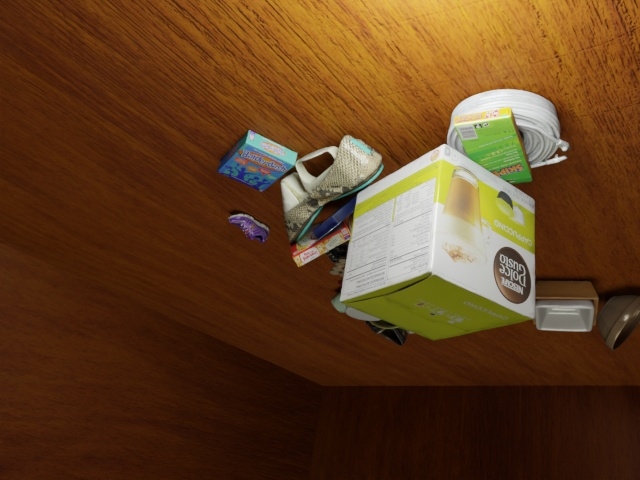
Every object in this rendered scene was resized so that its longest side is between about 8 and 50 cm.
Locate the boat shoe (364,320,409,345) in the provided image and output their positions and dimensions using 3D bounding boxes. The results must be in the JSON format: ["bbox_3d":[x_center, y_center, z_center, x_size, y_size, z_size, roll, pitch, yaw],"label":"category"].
[{"bbox_3d":[0.245,0.336,2.330,0.285,0.092,0.103,33,140,-22],"label":"boat shoe"}]

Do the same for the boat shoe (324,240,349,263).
[{"bbox_3d":[0.034,0.039,2.121,0.183,0.083,0.065,6,154,9],"label":"boat shoe"}]

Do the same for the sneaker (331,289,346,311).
[{"bbox_3d":[0.170,0.296,2.586,0.256,0.094,0.151,33,142,-21],"label":"sneaker"}]

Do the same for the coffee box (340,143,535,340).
[{"bbox_3d":[0.297,0.029,1.443,0.337,0.334,0.338,24,151,-26],"label":"coffee box"}]

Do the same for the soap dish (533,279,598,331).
[{"bbox_3d":[0.929,0.250,2.192,0.229,0.118,0.291,-2,152,22],"label":"soap dish"}]

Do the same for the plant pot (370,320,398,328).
[{"bbox_3d":[0.338,0.240,2.222,0.276,0.276,0.254,-10,152,35],"label":"plant pot"}]

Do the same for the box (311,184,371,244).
[{"bbox_3d":[0.061,-0.078,1.742,0.036,0.225,0.136,50,146,-2],"label":"box"}]

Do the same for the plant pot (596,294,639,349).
[{"bbox_3d":[1.117,0.284,2.146,0.110,0.237,0.237,40,173,35],"label":"plant pot"}]

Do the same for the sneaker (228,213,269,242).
[{"bbox_3d":[-0.258,-0.043,2.075,0.170,0.071,0.068,27,149,-30],"label":"sneaker"}]

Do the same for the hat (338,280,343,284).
[{"bbox_3d":[0.170,0.145,2.367,0.208,0.183,0.173,-34,142,2],"label":"hat"}]

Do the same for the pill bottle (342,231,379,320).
[{"bbox_3d":[0.167,0.098,1.924,0.176,0.318,0.176,8,155,4],"label":"pill bottle"}]

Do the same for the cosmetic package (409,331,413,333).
[{"bbox_3d":[0.420,0.294,2.426,0.183,0.151,0.151,-14,145,39],"label":"cosmetic package"}]

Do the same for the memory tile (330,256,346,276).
[{"bbox_3d":[0.103,0.104,2.117,0.113,0.012,0.148,15,152,-11],"label":"memory tile"}]

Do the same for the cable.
[{"bbox_3d":[0.434,-0.257,1.369,0.257,0.089,0.257,-14,145,41],"label":"cable"}]

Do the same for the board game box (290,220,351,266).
[{"bbox_3d":[0.000,0.000,1.823,0.193,0.147,0.045,-29,107,2],"label":"board game box"}]

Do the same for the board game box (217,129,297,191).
[{"bbox_3d":[-0.190,-0.229,1.696,0.160,0.047,0.210,23,151,-24],"label":"board game box"}]

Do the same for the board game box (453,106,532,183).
[{"bbox_3d":[0.407,-0.208,1.335,0.124,0.039,0.259,-4,148,29],"label":"board game box"}]

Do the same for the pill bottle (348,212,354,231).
[{"bbox_3d":[0.195,-0.078,1.778,0.121,0.121,0.216,24,148,-27],"label":"pill bottle"}]

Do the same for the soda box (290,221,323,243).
[{"bbox_3d":[-0.025,-0.014,2.064,0.183,0.058,0.063,-15,145,42],"label":"soda box"}]

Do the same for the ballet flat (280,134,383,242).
[{"bbox_3d":[-0.011,-0.163,1.687,0.182,0.164,0.483,40,142,-10],"label":"ballet flat"}]
